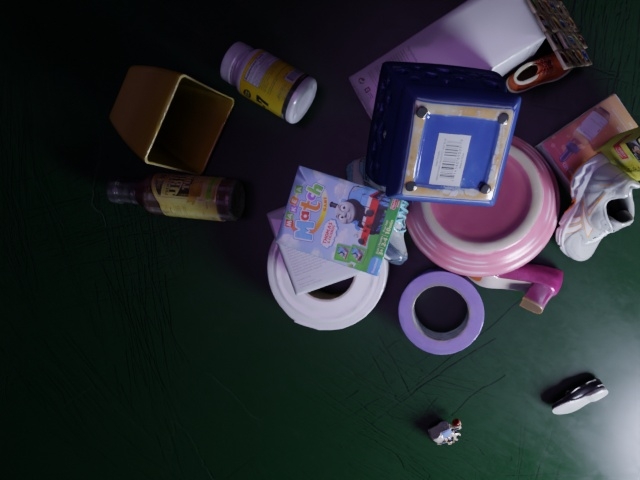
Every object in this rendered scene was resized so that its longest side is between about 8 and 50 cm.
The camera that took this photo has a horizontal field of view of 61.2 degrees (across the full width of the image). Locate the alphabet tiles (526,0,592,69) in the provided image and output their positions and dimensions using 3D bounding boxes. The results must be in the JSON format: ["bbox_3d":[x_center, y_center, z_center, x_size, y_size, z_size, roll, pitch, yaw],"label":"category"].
[{"bbox_3d":[0.478,-0.436,1.089,0.009,0.237,0.198,-30,86,42],"label":"alphabet tiles"}]

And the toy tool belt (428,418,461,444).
[{"bbox_3d":[0.302,0.454,1.278,0.083,0.052,0.051,-32,118,16],"label":"toy tool belt"}]

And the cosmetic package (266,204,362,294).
[{"bbox_3d":[0.000,0.000,1.156,0.151,0.151,0.184,-20,90,11],"label":"cosmetic package"}]

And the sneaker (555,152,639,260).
[{"bbox_3d":[0.557,-0.038,1.086,0.099,0.262,0.121,-26,45,-12],"label":"sneaker"}]

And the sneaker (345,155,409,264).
[{"bbox_3d":[0.143,-0.083,1.185,0.122,0.110,0.283,-31,59,28],"label":"sneaker"}]

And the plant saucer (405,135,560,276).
[{"bbox_3d":[0.343,-0.089,1.170,0.332,0.084,0.332,-3,79,14],"label":"plant saucer"}]

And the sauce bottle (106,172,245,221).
[{"bbox_3d":[-0.366,-0.113,1.355,0.344,0.111,0.112,5,95,11],"label":"sauce bottle"}]

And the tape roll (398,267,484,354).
[{"bbox_3d":[0.276,0.159,1.243,0.188,0.080,0.189,1,93,13],"label":"tape roll"}]

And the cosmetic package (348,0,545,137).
[{"bbox_3d":[0.261,-0.369,1.153,0.365,0.197,0.155,-29,88,14],"label":"cosmetic package"}]

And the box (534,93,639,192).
[{"bbox_3d":[0.570,-0.200,1.145,0.170,0.091,0.130,-36,86,12],"label":"box"}]

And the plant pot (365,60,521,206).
[{"bbox_3d":[0.221,-0.189,0.996,0.235,0.212,0.236,4,116,-5],"label":"plant pot"}]

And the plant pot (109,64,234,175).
[{"bbox_3d":[-0.374,-0.304,1.305,0.187,0.212,0.212,30,100,21],"label":"plant pot"}]

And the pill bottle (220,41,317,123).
[{"bbox_3d":[-0.124,-0.376,1.278,0.208,0.119,0.119,32,100,10],"label":"pill bottle"}]

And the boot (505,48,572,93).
[{"bbox_3d":[0.481,-0.368,1.159,0.157,0.084,0.059,-26,86,12],"label":"boot"}]

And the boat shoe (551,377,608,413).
[{"bbox_3d":[0.573,0.348,1.209,0.125,0.038,0.046,-34,128,18],"label":"boat shoe"}]

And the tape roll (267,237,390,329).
[{"bbox_3d":[0.019,0.066,1.286,0.286,0.100,0.286,1,94,12],"label":"tape roll"}]

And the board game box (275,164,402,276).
[{"bbox_3d":[0.036,-0.039,1.051,0.211,0.039,0.160,18,95,9],"label":"board game box"}]

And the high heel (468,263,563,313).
[{"bbox_3d":[0.417,0.056,1.221,0.244,0.082,0.117,30,64,25],"label":"high heel"}]

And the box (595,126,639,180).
[{"bbox_3d":[0.579,-0.158,0.979,0.058,0.232,0.087,-39,88,12],"label":"box"}]
